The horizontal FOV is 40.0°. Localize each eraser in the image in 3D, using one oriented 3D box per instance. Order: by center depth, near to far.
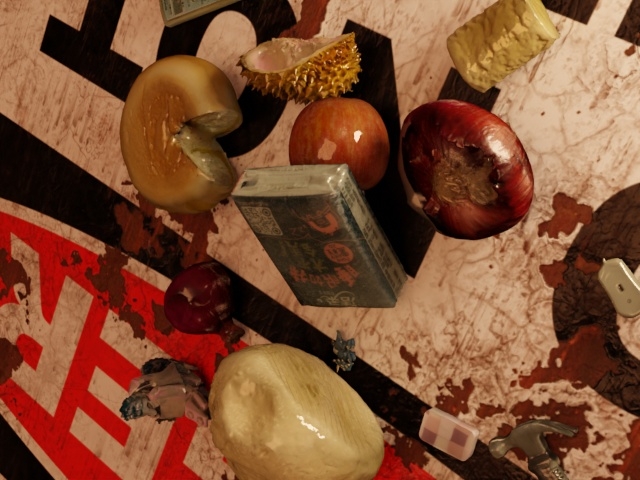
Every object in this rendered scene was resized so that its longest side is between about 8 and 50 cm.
[{"bbox_3d":[0.240,0.362,1.646,0.105,0.026,0.065,22,108,29],"label":"eraser"}]

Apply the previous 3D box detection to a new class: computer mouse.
[{"bbox_3d":[0.499,0.076,1.453,0.056,0.032,0.110,-40,63,28],"label":"computer mouse"}]

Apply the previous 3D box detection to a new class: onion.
[{"bbox_3d":[0.263,-0.131,1.521,0.272,0.195,0.272,42,150,31],"label":"onion"},{"bbox_3d":[-0.251,0.146,1.882,0.198,0.135,0.173,47,119,19],"label":"onion"}]

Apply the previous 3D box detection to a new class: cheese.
[{"bbox_3d":[0.309,-0.345,1.503,0.167,0.094,0.123,-32,78,31],"label":"cheese"}]

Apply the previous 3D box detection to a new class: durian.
[{"bbox_3d":[-0.041,-0.323,1.691,0.250,0.138,0.183,13,56,34],"label":"durian"}]

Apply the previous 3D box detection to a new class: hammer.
[{"bbox_3d":[0.407,0.425,1.535,0.159,0.041,0.226,-31,77,33],"label":"hammer"}]

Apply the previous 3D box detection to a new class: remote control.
[{"bbox_3d":[-0.253,-0.536,1.886,0.234,0.038,0.098,-10,88,34],"label":"remote control"}]

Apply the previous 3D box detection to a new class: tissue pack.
[{"bbox_3d":[0.000,0.000,1.623,0.228,0.103,0.315,1,139,33],"label":"tissue pack"}]

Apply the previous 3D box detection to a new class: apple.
[{"bbox_3d":[0.035,-0.175,1.639,0.188,0.188,0.173,-2,88,33],"label":"apple"}]

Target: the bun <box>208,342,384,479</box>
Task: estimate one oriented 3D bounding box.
[{"bbox_3d":[-0.060,0.364,1.673,0.227,0.352,0.349,-53,29,13],"label":"bun"}]

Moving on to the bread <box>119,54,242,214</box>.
[{"bbox_3d":[-0.286,-0.222,1.860,0.333,0.160,0.332,1,93,33],"label":"bread"}]

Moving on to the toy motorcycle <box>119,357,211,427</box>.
[{"bbox_3d":[-0.341,0.353,1.920,0.239,0.204,0.108,9,116,36],"label":"toy motorcycle"}]

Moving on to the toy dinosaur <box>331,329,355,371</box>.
[{"bbox_3d":[0.044,0.221,1.758,0.047,0.031,0.083,-3,92,31],"label":"toy dinosaur"}]
